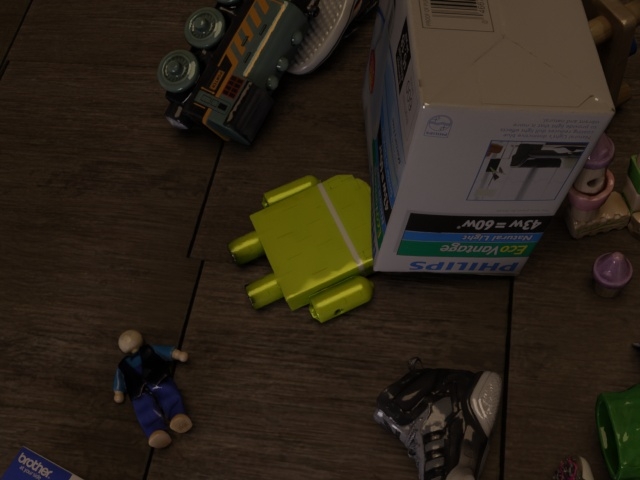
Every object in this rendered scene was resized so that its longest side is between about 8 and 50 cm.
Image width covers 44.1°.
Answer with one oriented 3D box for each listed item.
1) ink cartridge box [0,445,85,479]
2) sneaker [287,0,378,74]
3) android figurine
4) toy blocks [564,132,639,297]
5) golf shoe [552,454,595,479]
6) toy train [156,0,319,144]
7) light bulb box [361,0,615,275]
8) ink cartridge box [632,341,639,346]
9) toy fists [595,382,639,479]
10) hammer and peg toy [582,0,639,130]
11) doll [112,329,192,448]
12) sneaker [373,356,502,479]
[{"bbox_3d":[-0.348,0.372,1.079,0.207,0.046,0.097,21,65,21],"label":"ink cartridge box"},{"bbox_3d":[0.035,-0.435,1.431,0.126,0.127,0.321,27,93,29],"label":"sneaker"},{"bbox_3d":[0.000,0.000,1.220,0.273,0.056,0.248,-25,59,-4],"label":"android figurine"},{"bbox_3d":[0.476,-0.099,1.072,0.289,0.260,0.309,-13,59,2],"label":"toy blocks"},{"bbox_3d":[0.335,0.356,0.963,0.086,0.067,0.186,7,59,-16],"label":"golf shoe"},{"bbox_3d":[-0.135,-0.323,1.355,0.190,0.142,0.334,28,86,21],"label":"toy train"},{"bbox_3d":[0.194,-0.189,1.082,0.225,0.361,0.358,2,57,-5],"label":"light bulb box"},{"bbox_3d":[0.525,0.128,0.972,0.223,0.224,0.045,-10,81,6],"label":"ink cartridge box"},{"bbox_3d":[0.420,0.300,0.922,0.142,0.096,0.279,-4,58,2],"label":"toy fists"},{"bbox_3d":[0.373,-0.344,1.170,0.127,0.361,0.266,-26,61,-5],"label":"hammer and peg toy"},{"bbox_3d":[-0.247,0.204,1.155,0.129,0.046,0.189,-37,55,0],"label":"doll"},{"bbox_3d":[0.132,0.276,1.019,0.153,0.101,0.268,15,59,18],"label":"sneaker"}]
